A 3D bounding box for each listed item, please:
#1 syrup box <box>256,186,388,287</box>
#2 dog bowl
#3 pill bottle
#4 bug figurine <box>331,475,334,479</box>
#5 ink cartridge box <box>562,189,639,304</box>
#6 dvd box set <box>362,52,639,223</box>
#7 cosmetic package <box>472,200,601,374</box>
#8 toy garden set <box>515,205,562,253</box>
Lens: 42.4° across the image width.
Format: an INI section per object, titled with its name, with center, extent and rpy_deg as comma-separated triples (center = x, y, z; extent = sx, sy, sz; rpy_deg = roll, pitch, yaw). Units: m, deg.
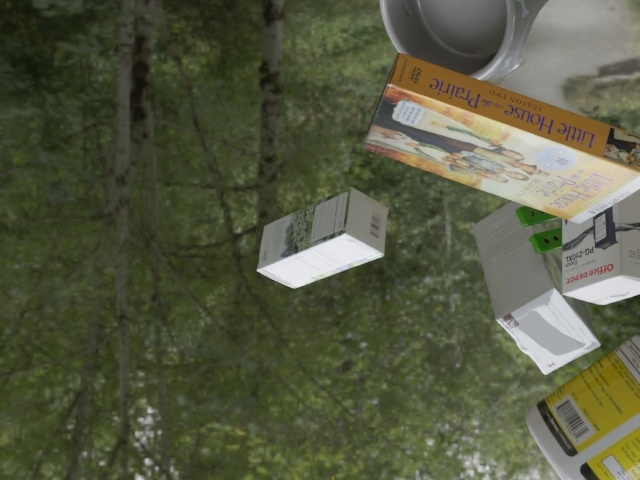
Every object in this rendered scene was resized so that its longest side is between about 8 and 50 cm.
[syrup box]
center = 0.000, 0.000, 1.441
extent = 0.096, 0.093, 0.237
rpy_deg = 28, 146, -33
[dog bowl]
center = 0.261, -0.459, 1.584
extent = 0.349, 0.349, 0.102
rpy_deg = 9, -146, 43
[pill bottle]
center = 0.491, 0.240, 1.221
extent = 0.334, 0.188, 0.188
rpy_deg = -38, -179, 11
[bug figurine]
center = 0.050, 0.559, 1.467
extent = 0.072, 0.216, 0.279
rpy_deg = -17, -170, 0
[ink cartridge box]
center = 0.557, -0.013, 1.592
extent = 0.100, 0.237, 0.172
rpy_deg = 12, 160, -19
[dvd box set]
center = 0.290, -0.152, 1.347
extent = 0.420, 0.062, 0.307
rpy_deg = 19, 168, -1
[cosmetic package]
center = 0.497, 0.097, 1.941
extent = 0.156, 0.217, 0.385
rpy_deg = -35, -151, 20
[toy garden set]
center = 0.506, -0.094, 1.850
extent = 0.204, 0.244, 0.049
rpy_deg = -13, 160, -25
